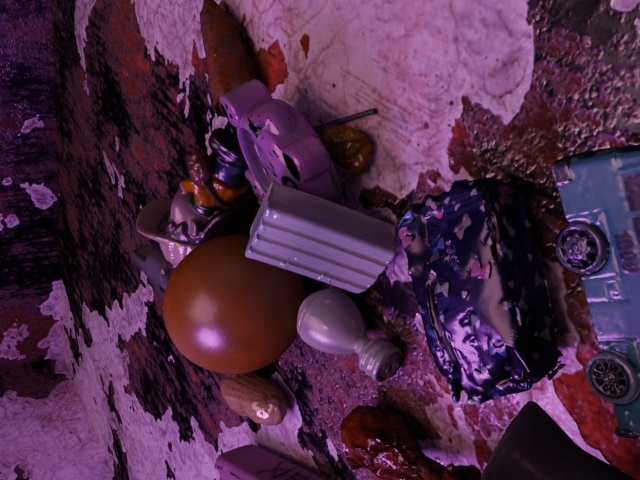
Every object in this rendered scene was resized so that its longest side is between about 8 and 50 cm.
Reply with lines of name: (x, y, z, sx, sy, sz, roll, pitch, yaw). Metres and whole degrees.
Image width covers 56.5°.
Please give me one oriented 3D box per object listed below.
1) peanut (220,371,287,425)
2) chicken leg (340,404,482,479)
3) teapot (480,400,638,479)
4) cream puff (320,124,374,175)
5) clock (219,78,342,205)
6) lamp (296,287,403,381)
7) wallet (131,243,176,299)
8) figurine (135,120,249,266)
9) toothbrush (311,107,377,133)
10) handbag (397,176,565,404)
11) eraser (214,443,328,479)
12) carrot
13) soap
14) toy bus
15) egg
peanut: (-0.143, 0.335, 1.271, 0.214, 0.090, 0.098, 3, 90, 55)
chicken leg: (0.133, 0.323, 0.865, 0.304, 0.093, 0.113, 7, 114, 59)
teapot: (0.292, 0.303, 0.482, 0.344, 0.300, 0.253, 28, 86, 29)
cream puff: (0.042, -0.143, 0.913, 0.058, 0.083, 0.083, -54, 24, -10)
clock: (-0.058, -0.125, 0.971, 0.248, 0.090, 0.227, 46, 160, 41)
lamp: (0.042, 0.149, 0.955, 0.193, 0.106, 0.106, 32, 125, 37)
wallet: (-0.328, 0.129, 1.434, 0.360, 0.083, 0.252, 22, 144, 50)
figurine: (-0.214, -0.070, 1.208, 0.332, 0.185, 0.204, -38, 97, 34)
toothbrush: (0.034, -0.188, 0.947, 0.167, 0.011, 0.014, -2, 102, 55)
handbag: (0.186, 0.057, 0.712, 0.162, 0.113, 0.260, -24, 78, 48)
eraser: (-0.077, 0.597, 1.228, 0.359, 0.123, 0.272, -6, 96, 56)
carrot: (-0.186, -0.363, 1.142, 0.102, 0.102, 0.262, -41, 63, 51)
soap: (0.000, 0.000, 0.885, 0.119, 0.198, 0.066, 121, 164, -46)
toy bus: (0.310, 0.034, 0.517, 0.147, 0.128, 0.255, -13, 90, 54)
egg: (-0.162, 0.121, 1.102, 0.322, 0.250, 0.250, -38, 68, 61)
